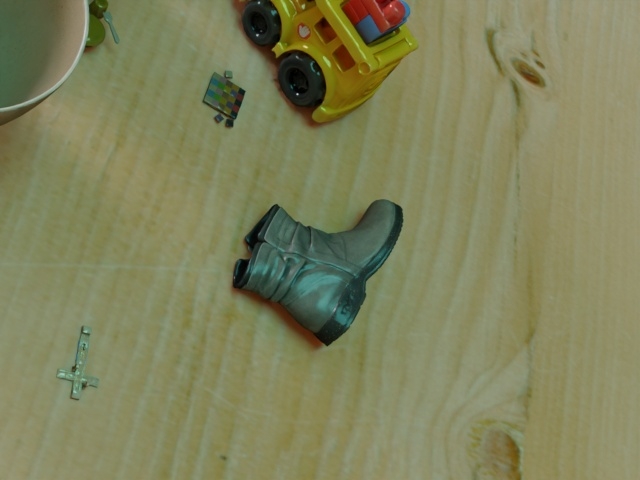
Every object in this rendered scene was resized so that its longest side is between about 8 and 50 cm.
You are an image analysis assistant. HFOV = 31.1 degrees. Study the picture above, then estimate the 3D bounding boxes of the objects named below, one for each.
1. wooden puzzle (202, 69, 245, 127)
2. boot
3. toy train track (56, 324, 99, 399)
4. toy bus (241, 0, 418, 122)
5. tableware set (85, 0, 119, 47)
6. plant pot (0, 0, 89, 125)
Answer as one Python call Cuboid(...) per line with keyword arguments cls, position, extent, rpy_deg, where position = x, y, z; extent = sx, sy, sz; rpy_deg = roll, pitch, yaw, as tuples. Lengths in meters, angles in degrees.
Cuboid(cls="wooden puzzle", position=(-0.125, -0.186, 1.492), extent=(0.049, 0.006, 0.083), rpy_deg=(30, 55, -21))
Cuboid(cls="boot", position=(0.000, 0.000, 1.452), extent=(0.161, 0.083, 0.246), rpy_deg=(37, 51, -9))
Cuboid(cls="toy train track", position=(-0.258, 0.131, 1.247), extent=(0.048, 0.014, 0.083), rpy_deg=(19, 59, -28))
Cuboid(cls="toy bus", position=(0.024, -0.299, 1.519), extent=(0.149, 0.211, 0.220), rpy_deg=(-33, 88, -39))
Cuboid(cls="tableware set", position=(-0.323, -0.273, 1.384), extent=(0.154, 0.024, 0.104), rpy_deg=(-9, 72, -37))
Cuboid(cls="plant pot", position=(-0.407, -0.218, 1.187), extent=(0.284, 0.191, 0.284), rpy_deg=(15, 62, -29))
